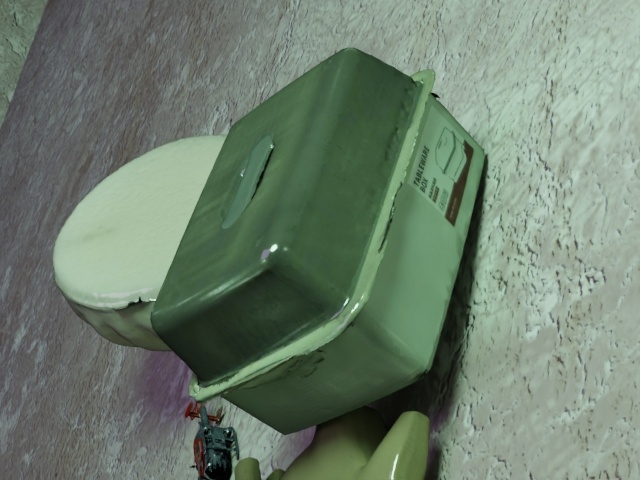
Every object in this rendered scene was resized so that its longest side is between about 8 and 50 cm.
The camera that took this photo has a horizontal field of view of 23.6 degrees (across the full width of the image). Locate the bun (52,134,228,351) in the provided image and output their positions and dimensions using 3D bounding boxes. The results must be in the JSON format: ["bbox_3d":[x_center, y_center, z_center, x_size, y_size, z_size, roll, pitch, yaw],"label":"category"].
[{"bbox_3d":[-0.136,0.030,1.614,0.263,0.175,0.263,-16,39,13],"label":"bun"}]

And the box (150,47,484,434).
[{"bbox_3d":[0.000,0.000,1.239,0.221,0.166,0.290,-30,30,43],"label":"box"}]

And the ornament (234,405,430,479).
[{"bbox_3d":[0.010,0.193,1.236,0.230,0.061,0.245,-55,22,21],"label":"ornament"}]

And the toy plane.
[{"bbox_3d":[-0.113,0.203,1.535,0.145,0.037,0.060,-106,35,-52],"label":"toy plane"}]
